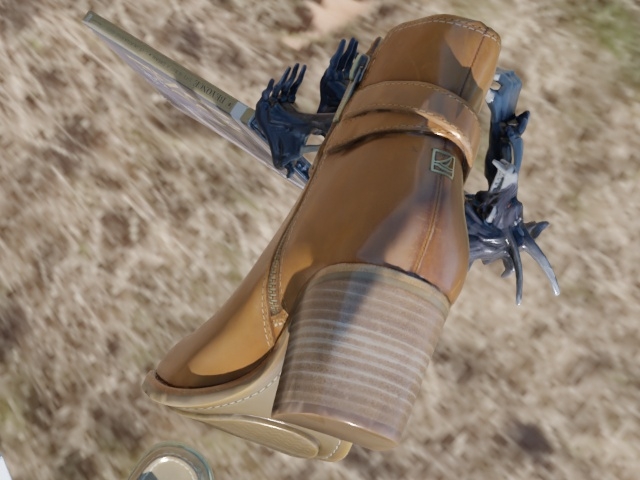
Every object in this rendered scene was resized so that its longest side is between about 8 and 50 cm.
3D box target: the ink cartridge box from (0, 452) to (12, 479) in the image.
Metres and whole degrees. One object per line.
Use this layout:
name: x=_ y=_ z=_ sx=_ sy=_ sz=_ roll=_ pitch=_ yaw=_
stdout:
ink cartridge box: x=-0.317 y=0.199 z=1.679 sx=0.052 sy=0.122 sz=0.088 roll=-26 pitch=132 yaw=-15

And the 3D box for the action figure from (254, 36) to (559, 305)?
action figure: x=0.077 y=-0.063 z=1.428 sx=0.164 sy=0.275 sz=0.141 roll=-19 pitch=133 yaw=-42

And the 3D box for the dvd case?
dvd case: x=-0.094 y=-0.113 z=1.615 sx=0.018 sy=0.221 sz=0.164 roll=-54 pitch=145 yaw=-5

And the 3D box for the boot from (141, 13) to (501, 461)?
boot: x=0.000 y=0.000 z=1.014 sx=0.109 sy=0.283 sz=0.220 roll=20 pitch=76 yaw=-14

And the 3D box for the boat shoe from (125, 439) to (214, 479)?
boat shoe: x=-0.185 y=0.343 z=1.823 sx=0.109 sy=0.098 sz=0.302 roll=22 pitch=89 yaw=7
